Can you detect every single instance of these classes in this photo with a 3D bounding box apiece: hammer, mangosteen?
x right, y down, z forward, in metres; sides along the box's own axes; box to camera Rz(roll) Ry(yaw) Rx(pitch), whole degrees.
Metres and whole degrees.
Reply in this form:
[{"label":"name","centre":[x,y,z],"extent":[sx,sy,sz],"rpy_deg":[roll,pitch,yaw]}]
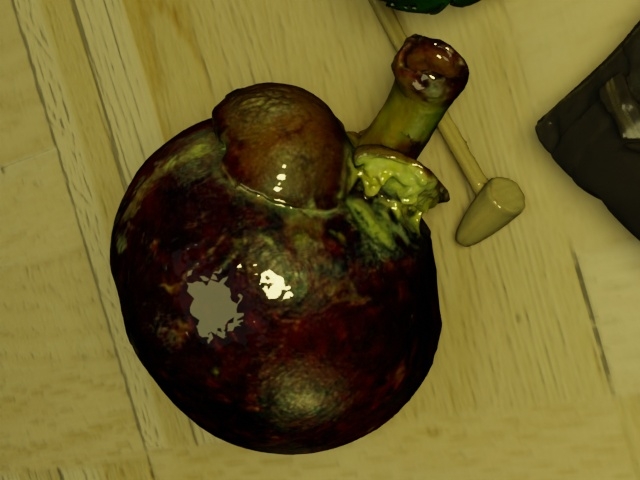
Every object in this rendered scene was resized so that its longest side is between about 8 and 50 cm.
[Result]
[{"label":"hammer","centre":[0.069,-0.089,0.992],"extent":[0.060,0.028,0.195],"rpy_deg":[-43,69,51]},{"label":"mangosteen","centre":[0.000,0.000,0.956],"extent":[0.289,0.231,0.231],"rpy_deg":[-41,73,25]}]

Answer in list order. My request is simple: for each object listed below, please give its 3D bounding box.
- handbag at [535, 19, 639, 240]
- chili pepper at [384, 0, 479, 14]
[{"label":"handbag","centre":[0.239,-0.061,0.786],"extent":[0.211,0.089,0.254],"rpy_deg":[54,137,15]},{"label":"chili pepper","centre":[0.050,-0.264,0.854],"extent":[0.261,0.174,0.165],"rpy_deg":[65,164,2]}]
